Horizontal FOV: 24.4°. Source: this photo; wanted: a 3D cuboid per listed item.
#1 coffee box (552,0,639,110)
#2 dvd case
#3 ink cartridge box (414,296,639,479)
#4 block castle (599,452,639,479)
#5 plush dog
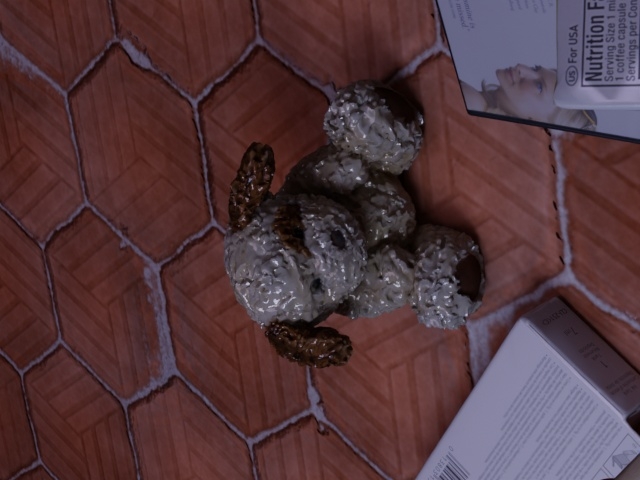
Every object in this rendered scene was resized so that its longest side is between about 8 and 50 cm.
[{"bbox_3d":[0.340,-0.227,0.758,0.334,0.338,0.338,3,94,36],"label":"coffee box"},{"bbox_3d":[0.206,-0.169,1.263,0.253,0.022,0.180,15,135,42],"label":"dvd case"},{"bbox_3d":[0.238,0.244,1.429,0.261,0.066,0.296,47,136,21],"label":"ink cartridge box"},{"bbox_3d":[0.411,0.307,1.093,0.453,0.303,0.213,50,138,20],"label":"block castle"},{"bbox_3d":[0.000,0.000,1.446,0.210,0.225,0.262,-20,93,50],"label":"plush dog"}]
